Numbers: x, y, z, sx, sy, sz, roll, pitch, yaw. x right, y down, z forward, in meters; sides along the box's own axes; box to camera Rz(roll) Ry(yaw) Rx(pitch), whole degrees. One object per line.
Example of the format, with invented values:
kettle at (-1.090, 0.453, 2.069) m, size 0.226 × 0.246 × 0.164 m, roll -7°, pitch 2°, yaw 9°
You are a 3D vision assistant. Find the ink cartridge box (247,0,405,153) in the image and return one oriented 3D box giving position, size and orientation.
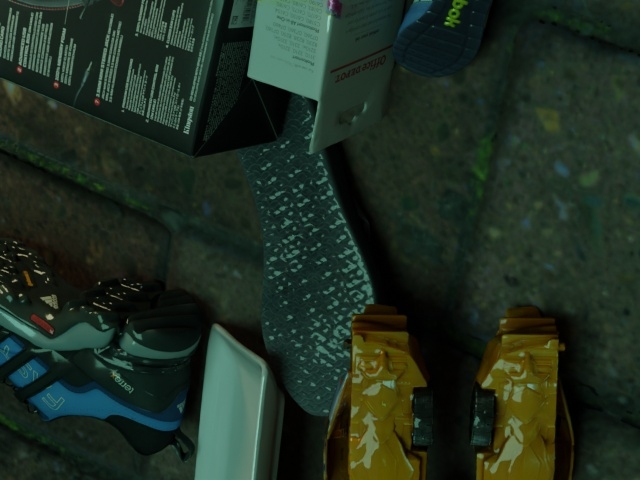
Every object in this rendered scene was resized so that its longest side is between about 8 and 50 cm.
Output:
ink cartridge box at (0.008, -0.160, 1.201) m, size 0.062 × 0.104 × 0.181 m, roll 21°, pitch 117°, yaw 25°

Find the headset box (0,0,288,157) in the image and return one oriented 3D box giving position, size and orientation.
headset box at (-0.153, -0.210, 1.266) m, size 0.293 × 0.110 × 0.218 m, roll 22°, pitch 110°, yaw 27°

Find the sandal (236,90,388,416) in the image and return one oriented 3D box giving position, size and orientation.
sandal at (0.001, -0.001, 1.306) m, size 0.097 × 0.054 × 0.254 m, roll -8°, pitch 93°, yaw 27°

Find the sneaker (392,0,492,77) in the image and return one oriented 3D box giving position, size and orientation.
sneaker at (0.090, -0.165, 1.184) m, size 0.053 × 0.059 × 0.144 m, roll 20°, pitch 139°, yaw -9°

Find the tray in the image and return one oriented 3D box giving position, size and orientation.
tray at (-0.065, 0.208, 1.365) m, size 0.145 × 0.030 × 0.270 m, roll -151°, pitch 66°, yaw -69°

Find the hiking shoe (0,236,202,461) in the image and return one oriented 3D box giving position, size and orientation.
hiking shoe at (-0.238, 0.083, 1.443) m, size 0.304 × 0.113 × 0.132 m, roll 17°, pitch 113°, yaw 27°

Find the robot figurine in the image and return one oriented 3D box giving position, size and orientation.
robot figurine at (0.090, 0.191, 1.266) m, size 0.211 × 0.085 × 0.291 m, roll 2°, pitch 111°, yaw 1°
